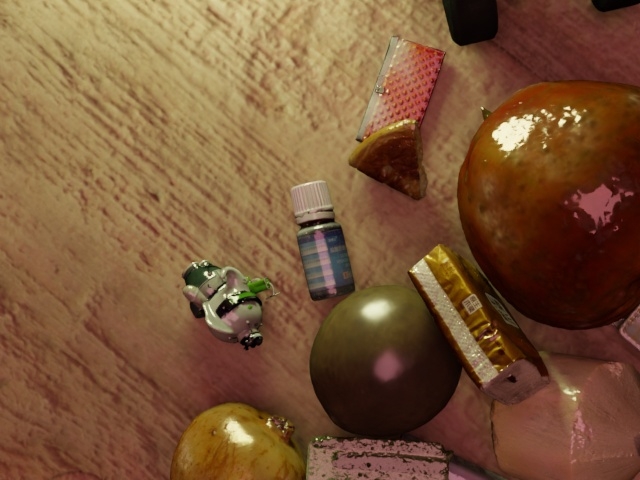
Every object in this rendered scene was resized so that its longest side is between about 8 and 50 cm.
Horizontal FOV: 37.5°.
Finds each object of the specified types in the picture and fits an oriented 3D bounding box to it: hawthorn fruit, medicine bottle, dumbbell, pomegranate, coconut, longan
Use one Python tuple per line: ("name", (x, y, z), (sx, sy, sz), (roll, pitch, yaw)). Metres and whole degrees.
("hawthorn fruit", (0.388, -0.082, 1.462), (0.402, 0.403, 0.403), (0, 89, 6))
("medicine bottle", (0.000, 0.000, 1.639), (0.083, 0.083, 0.203), (-15, 87, 6))
("dumbbell", (0.357, -0.453, 1.546), (0.322, 0.204, 0.204), (-12, 88, 6))
("pomegranate", (-0.133, 0.385, 1.574), (0.248, 0.248, 0.248), (0, 89, 6))
("coconut", (0.417, 0.297, 1.504), (0.244, 0.239, 0.239), (4, 90, 43))
("longan", (0.105, 0.200, 1.543), (0.257, 0.258, 0.258), (0, 89, 6))

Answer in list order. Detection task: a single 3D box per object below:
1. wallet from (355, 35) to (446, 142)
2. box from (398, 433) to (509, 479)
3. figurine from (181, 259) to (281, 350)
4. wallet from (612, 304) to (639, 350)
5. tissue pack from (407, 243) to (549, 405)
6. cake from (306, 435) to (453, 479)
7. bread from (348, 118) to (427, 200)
("wallet", (0.141, -0.253, 1.658), (0.103, 0.020, 0.197), (20, 92, 7))
("box", (0.268, 0.488, 1.590), (0.369, 0.112, 0.190), (23, 93, 7))
("figurine", (-0.162, 0.112, 1.637), (0.126, 0.147, 0.192), (-50, 65, 22))
("wallet", (0.662, 0.091, 1.572), (0.223, 0.077, 0.310), (39, 94, 3))
("tissue pack", (0.242, 0.133, 1.435), (0.092, 0.183, 0.226), (-41, 58, 15))
("cake", (0.088, 0.369, 1.516), (0.235, 0.099, 0.100), (-3, 75, 24))
("bread", (0.114, -0.142, 1.632), (0.135, 0.054, 0.154), (0, 122, 20))
